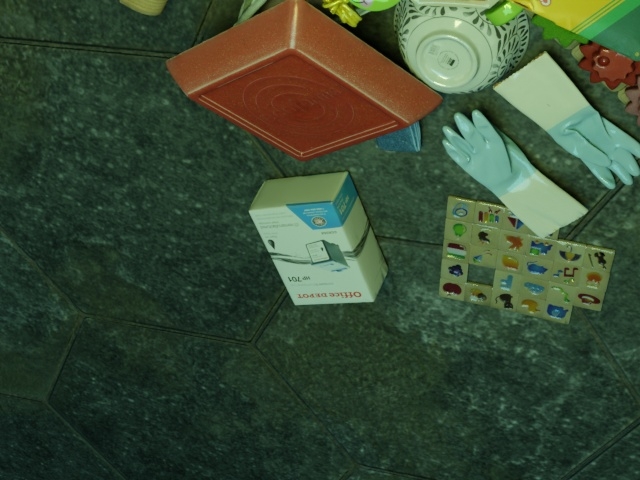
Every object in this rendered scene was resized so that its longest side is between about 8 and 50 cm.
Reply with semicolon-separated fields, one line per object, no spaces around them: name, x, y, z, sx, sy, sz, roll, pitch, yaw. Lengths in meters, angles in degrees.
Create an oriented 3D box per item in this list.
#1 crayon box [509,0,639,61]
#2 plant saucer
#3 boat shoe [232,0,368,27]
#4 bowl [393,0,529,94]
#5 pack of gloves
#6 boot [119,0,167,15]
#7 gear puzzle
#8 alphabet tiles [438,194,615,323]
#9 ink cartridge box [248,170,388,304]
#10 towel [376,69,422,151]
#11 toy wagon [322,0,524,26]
crayon box;0.230;-0.311;1.050;0.279;0.081;0.165;22;113;-7
plant saucer;-0.025;-0.181;1.331;0.259;0.047;0.258;28;151;-36
boat shoe;0.024;-0.310;1.256;0.321;0.103;0.118;-19;121;36
bowl;0.160;-0.235;1.282;0.170;0.080;0.170;12;134;13
pack of gloves;0.286;-0.125;1.369;0.232;0.046;0.195;38;129;-22
boot;-0.282;-0.422;1.301;0.295;0.104;0.211;25;131;-7
gear puzzle;0.334;-0.260;1.208;0.339;0.044;0.175;39;134;-13
alphabet tiles;0.292;0.034;1.525;0.237;0.009;0.198;12;134;13
ink cartridge box;0.000;0.000;1.570;0.140;0.082;0.190;-5;127;27
towel;0.097;-0.169;1.407;0.067;0.029;0.119;4;132;21
toy wagon;0.137;-0.350;1.119;0.344;0.068;0.267;-40;106;17
